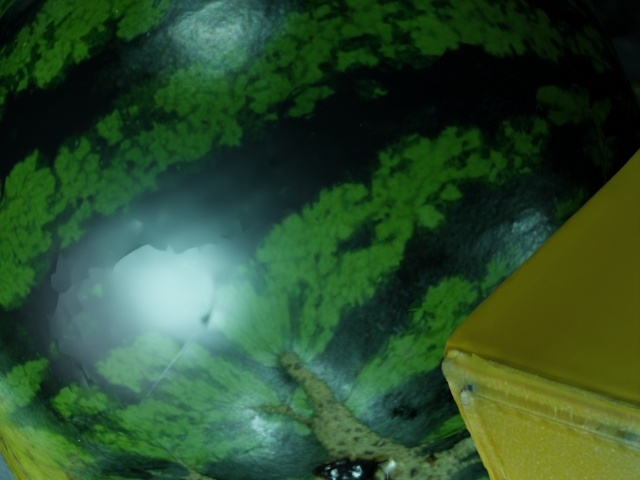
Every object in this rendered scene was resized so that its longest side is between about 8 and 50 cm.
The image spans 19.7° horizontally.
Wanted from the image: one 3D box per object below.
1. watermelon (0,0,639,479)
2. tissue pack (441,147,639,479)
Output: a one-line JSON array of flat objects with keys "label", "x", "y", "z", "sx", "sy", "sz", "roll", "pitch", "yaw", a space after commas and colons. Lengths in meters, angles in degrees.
[{"label": "watermelon", "x": -0.005, "y": 0.002, "z": 0.610, "sx": 0.269, "sy": 0.269, "sz": 0.269, "roll": 33, "pitch": 146, "yaw": 27}, {"label": "tissue pack", "x": 0.201, "y": 0.053, "z": 0.447, "sx": 0.274, "sy": 0.194, "sz": 0.145, "roll": 15, "pitch": 135, "yaw": 46}]
